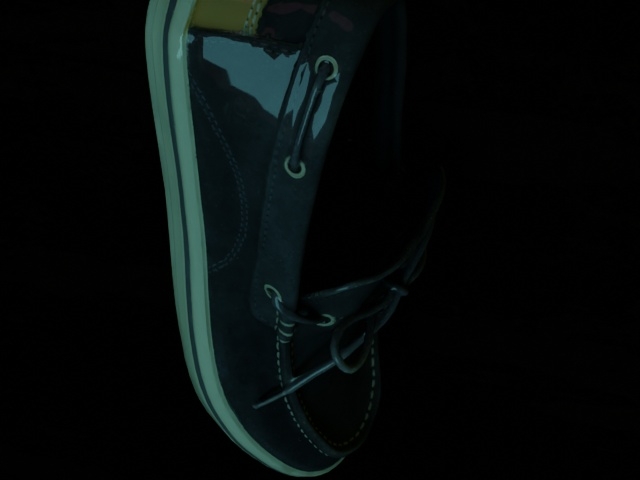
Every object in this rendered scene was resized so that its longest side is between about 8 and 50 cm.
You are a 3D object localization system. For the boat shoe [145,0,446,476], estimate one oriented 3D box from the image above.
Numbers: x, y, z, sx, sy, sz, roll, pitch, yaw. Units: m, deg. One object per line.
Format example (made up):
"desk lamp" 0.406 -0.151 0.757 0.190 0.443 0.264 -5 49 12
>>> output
"boat shoe" 0.000 0.000 1.345 0.156 0.187 0.500 15 139 21
